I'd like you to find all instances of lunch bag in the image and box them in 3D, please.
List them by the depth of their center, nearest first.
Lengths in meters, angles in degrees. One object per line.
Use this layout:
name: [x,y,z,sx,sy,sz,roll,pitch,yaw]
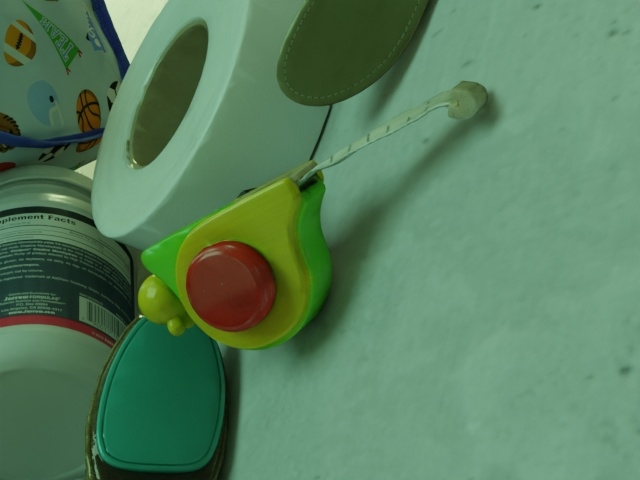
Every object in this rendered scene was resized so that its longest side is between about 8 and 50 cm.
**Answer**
lunch bag: [-0.418,-0.133,1.631,0.327,0.239,0.385,-24,0,27]

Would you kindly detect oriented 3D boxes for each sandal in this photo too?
sandal: [0.054,-0.206,1.292,0.240,0.088,0.079,-57,-6,3]

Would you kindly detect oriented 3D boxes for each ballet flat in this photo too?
ballet flat: [-0.133,0.214,1.260,0.124,0.116,0.342,111,159,-46]

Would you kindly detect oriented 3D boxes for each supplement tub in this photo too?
supplement tub: [-0.268,0.076,1.512,0.191,0.191,0.272,-51,29,30]

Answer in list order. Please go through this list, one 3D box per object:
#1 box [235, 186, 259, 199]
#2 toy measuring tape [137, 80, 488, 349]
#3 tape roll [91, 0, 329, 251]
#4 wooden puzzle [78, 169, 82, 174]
box: [-0.052,-0.018,1.308,0.018,0.083,0.067,49,120,16]
toy measuring tape: [0.000,0.000,1.190,0.330,0.121,0.121,-27,42,26]
tape roll: [-0.100,-0.115,1.456,0.286,0.100,0.286,-44,34,40]
wooden puzzle: [-0.305,-0.046,1.908,0.083,0.006,0.049,-65,25,2]
